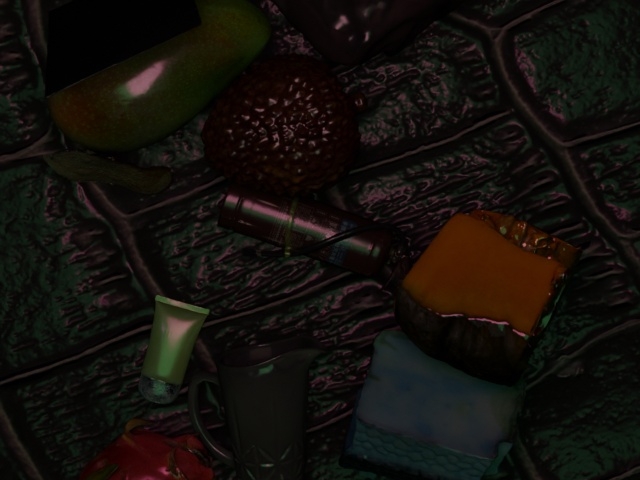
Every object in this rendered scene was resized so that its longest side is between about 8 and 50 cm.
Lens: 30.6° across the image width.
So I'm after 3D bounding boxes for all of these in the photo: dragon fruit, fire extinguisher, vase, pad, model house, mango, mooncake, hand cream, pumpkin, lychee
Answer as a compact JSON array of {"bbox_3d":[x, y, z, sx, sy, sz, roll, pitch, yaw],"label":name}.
[{"bbox_3d":[-0.288,0.418,1.920,0.227,0.224,0.224,-42,93,23],"label":"dragon fruit"},{"bbox_3d":[0.000,0.000,1.941,0.341,0.105,0.141,20,113,-1],"label":"fire extinguisher"},{"bbox_3d":[-0.100,0.314,1.952,0.251,0.156,0.301,-1,101,16],"label":"vase"},{"bbox_3d":[-0.312,-0.341,1.802,0.247,0.367,0.007,-25,121,2],"label":"pad"},{"bbox_3d":[0.179,0.317,1.941,0.261,0.226,0.241,16,132,2],"label":"model house"},{"bbox_3d":[-0.257,-0.273,1.864,0.382,0.225,0.201,-24,123,1],"label":"mango"},{"bbox_3d":[0.128,-0.440,1.773,0.350,0.381,0.212,-34,81,-35],"label":"mooncake"},{"bbox_3d":[-0.256,0.189,1.986,0.095,0.046,0.175,16,88,0],"label":"hand cream"},{"bbox_3d":[0.268,0.085,1.846,0.225,0.303,0.256,31,103,18],"label":"pumpkin"},{"bbox_3d":[-0.055,-0.178,1.858,0.271,0.236,0.236,-11,94,5],"label":"lychee"}]

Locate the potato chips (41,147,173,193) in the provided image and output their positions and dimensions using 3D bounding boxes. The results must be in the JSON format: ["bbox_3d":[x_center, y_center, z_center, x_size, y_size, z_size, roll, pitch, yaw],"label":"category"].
[{"bbox_3d":[-0.349,-0.117,1.920,0.209,0.142,0.026,3,70,5],"label":"potato chips"}]
